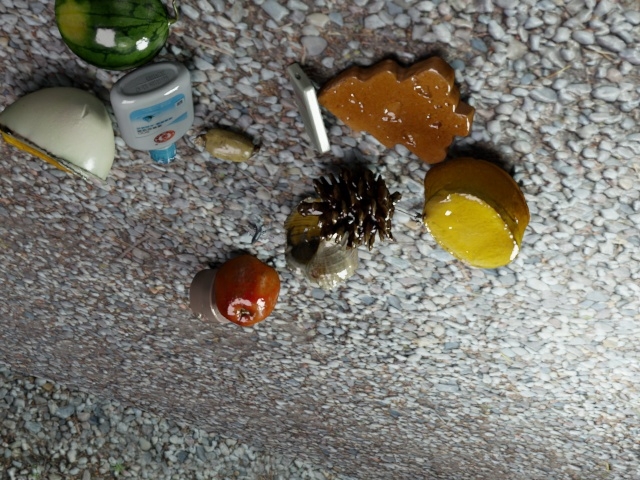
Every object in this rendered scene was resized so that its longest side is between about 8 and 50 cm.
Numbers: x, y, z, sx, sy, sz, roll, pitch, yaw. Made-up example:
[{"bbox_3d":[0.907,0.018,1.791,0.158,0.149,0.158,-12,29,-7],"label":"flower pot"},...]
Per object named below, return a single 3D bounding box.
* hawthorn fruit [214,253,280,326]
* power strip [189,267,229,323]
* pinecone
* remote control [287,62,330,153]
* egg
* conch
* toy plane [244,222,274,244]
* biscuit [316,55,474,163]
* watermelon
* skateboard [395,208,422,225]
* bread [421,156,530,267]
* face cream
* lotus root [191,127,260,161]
[{"bbox_3d":[-0.195,0.134,2.268,0.189,0.189,0.189,12,147,8],"label":"hawthorn fruit"},{"bbox_3d":[-0.285,0.153,2.360,0.078,0.154,0.154,-2,143,28],"label":"power strip"},{"bbox_3d":[0.062,-0.069,1.864,0.212,0.168,0.185,3,121,22],"label":"pinecone"},{"bbox_3d":[-0.021,-0.256,1.708,0.029,0.087,0.190,-25,141,-6],"label":"remote control"},{"bbox_3d":[-0.557,-0.244,1.896,0.264,0.174,0.286,32,170,-27],"label":"egg"},{"bbox_3d":[0.000,0.000,2.019,0.178,0.163,0.245,-1,116,-1],"label":"conch"},{"bbox_3d":[-0.156,-0.016,2.166,0.078,0.031,0.083,23,146,-10],"label":"toy plane"},{"bbox_3d":[0.141,-0.261,1.661,0.306,0.043,0.284,13,150,11],"label":"biscuit"},{"bbox_3d":[-0.390,-0.396,1.624,0.232,0.127,0.204,13,144,-4],"label":"watermelon"},{"bbox_3d":[0.197,-0.072,1.933,0.083,0.032,0.064,19,137,-7],"label":"skateboard"},{"bbox_3d":[0.320,-0.060,1.787,0.195,0.142,0.269,-14,134,35],"label":"bread"},{"bbox_3d":[-0.340,-0.252,1.798,0.163,0.080,0.336,-23,165,-13],"label":"face cream"},{"bbox_3d":[-0.206,-0.207,1.878,0.152,0.063,0.072,11,157,2],"label":"lotus root"}]
